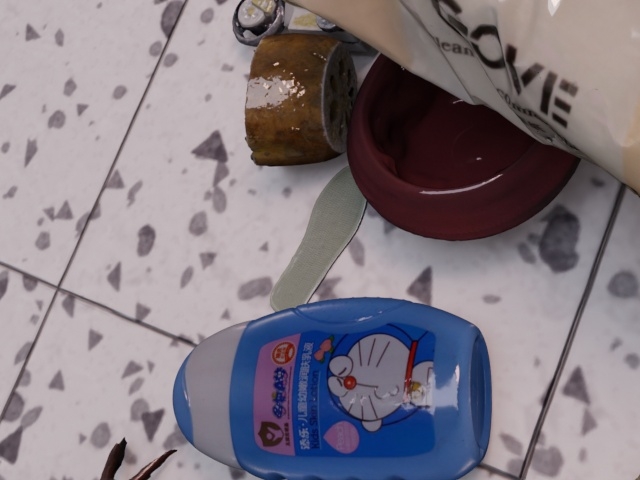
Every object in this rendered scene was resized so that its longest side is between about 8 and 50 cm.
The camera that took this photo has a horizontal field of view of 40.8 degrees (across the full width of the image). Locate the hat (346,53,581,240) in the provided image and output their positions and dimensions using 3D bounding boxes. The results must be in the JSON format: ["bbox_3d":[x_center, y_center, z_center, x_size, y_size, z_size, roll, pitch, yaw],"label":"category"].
[{"bbox_3d":[0.119,-0.090,0.699,0.205,0.089,0.205,-8,65,18],"label":"hat"}]

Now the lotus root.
[{"bbox_3d":[-0.020,-0.124,0.761,0.081,0.112,0.122,2,72,19],"label":"lotus root"}]

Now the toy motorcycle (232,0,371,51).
[{"bbox_3d":[0.018,-0.248,0.810,0.229,0.074,0.151,5,75,32],"label":"toy motorcycle"}]

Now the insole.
[{"bbox_3d":[0.000,0.000,0.772,0.053,0.002,0.152,30,87,30],"label":"insole"}]

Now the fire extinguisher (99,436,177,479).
[{"bbox_3d":[-0.117,0.269,0.709,0.252,0.106,0.075,37,132,31],"label":"fire extinguisher"}]

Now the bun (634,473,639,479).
[{"bbox_3d":[0.274,0.222,0.485,0.231,0.133,0.231,-10,36,7],"label":"bun"}]

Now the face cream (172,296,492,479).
[{"bbox_3d":[-0.001,0.120,0.686,0.264,0.083,0.149,-6,67,24],"label":"face cream"}]

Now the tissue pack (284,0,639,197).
[{"bbox_3d":[0.220,-0.191,0.588,0.390,0.195,0.375,-35,55,-25],"label":"tissue pack"}]
